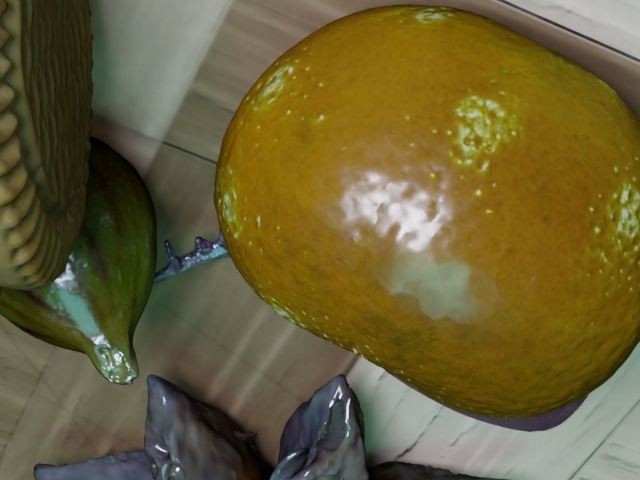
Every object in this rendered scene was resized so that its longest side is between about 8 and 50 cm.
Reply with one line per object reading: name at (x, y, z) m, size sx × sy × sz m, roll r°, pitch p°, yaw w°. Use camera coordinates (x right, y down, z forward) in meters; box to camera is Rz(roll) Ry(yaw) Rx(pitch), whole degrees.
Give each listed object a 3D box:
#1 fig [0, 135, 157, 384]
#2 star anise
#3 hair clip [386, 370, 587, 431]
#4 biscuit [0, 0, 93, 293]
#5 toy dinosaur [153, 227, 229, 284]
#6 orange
fig at (-0.135, 0.012, 0.892) m, size 0.109 × 0.155 × 0.103 m, roll -25°, pitch 154°, yaw 7°
star anise at (-0.031, 0.209, 1.079) m, size 0.331 × 0.117 × 0.332 m, roll 5°, pitch 128°, yaw 6°
hair clip at (0.095, 0.081, 1.013) m, size 0.137 × 0.022 × 0.054 m, roll 23°, pitch 133°, yaw -14°
biscuit at (-0.151, -0.089, 0.742) m, size 0.079 × 0.259 × 0.259 m, roll -2°, pitch 132°, yaw 1°
toy dinosaur at (-0.001, -0.001, 0.935) m, size 0.209 × 0.039 × 0.082 m, roll -9°, pitch 121°, yaw -1°
orange at (0.072, -0.016, 0.828) m, size 0.237 × 0.179 × 0.158 m, roll 30°, pitch 171°, yaw -15°
